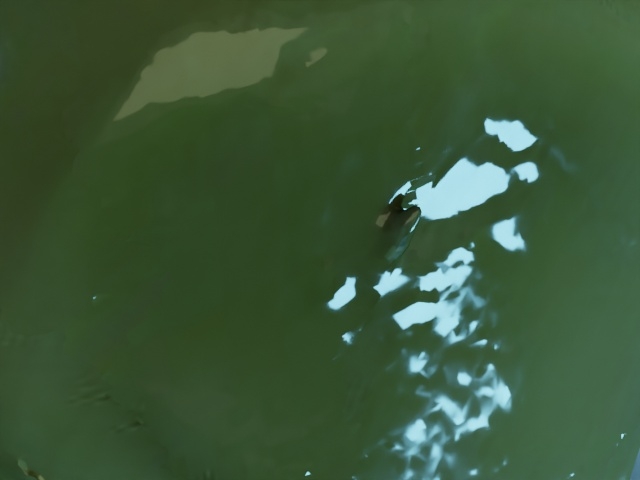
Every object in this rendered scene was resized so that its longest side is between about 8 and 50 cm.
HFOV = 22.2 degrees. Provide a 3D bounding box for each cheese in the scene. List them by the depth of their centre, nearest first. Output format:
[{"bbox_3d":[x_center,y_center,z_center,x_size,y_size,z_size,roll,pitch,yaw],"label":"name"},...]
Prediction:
[{"bbox_3d":[0.000,0.000,0.536,0.316,0.128,0.259,18,89,-36],"label":"cheese"}]
